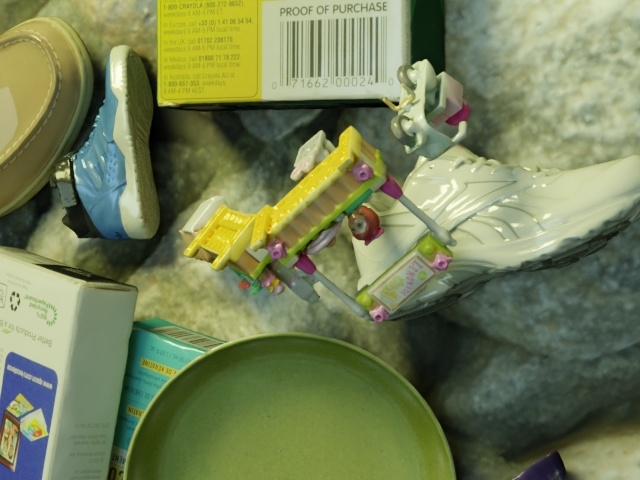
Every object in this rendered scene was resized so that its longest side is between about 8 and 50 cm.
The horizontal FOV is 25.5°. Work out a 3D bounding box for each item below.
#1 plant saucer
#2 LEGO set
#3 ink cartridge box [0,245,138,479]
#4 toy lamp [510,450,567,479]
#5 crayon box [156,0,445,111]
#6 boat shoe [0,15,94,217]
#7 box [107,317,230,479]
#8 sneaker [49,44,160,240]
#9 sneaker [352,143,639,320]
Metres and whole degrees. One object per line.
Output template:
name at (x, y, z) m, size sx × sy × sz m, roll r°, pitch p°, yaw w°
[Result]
plant saucer at (-0.022, 0.181, 1.029) m, size 0.240 × 0.037 × 0.241 m, roll 0°, pitch 98°, yaw 2°
LEGO set at (0.000, 0.000, 0.979) m, size 0.107 × 0.132 × 0.287 m, roll 40°, pitch 137°, yaw -18°
ink cartridge box at (-0.243, 0.198, 1.109) m, size 0.175 × 0.069 × 0.371 m, roll 14°, pitch 94°, yaw 47°
toy lamp at (0.212, 0.273, 0.943) m, size 0.080 × 0.080 × 0.275 m, roll -41°, pitch 73°, yaw 20°
crayon box at (-0.015, -0.255, 1.021) m, size 0.202 × 0.081 × 0.319 m, roll 2°, pitch 93°, yaw 24°
boat shoe at (-0.324, -0.056, 1.152) m, size 0.341 × 0.110 × 0.122 m, roll -40°, pitch 76°, yaw 21°
box at (-0.128, 0.191, 1.100) m, size 0.100 × 0.060 × 0.244 m, roll 16°, pitch 98°, yaw 23°
sneaker at (-0.177, -0.075, 1.113) m, size 0.084 × 0.058 × 0.152 m, roll -3°, pitch 97°, yaw 16°
sneaker at (0.114, -0.026, 0.970) m, size 0.232 × 0.090 × 0.115 m, roll -21°, pitch 80°, yaw 23°
